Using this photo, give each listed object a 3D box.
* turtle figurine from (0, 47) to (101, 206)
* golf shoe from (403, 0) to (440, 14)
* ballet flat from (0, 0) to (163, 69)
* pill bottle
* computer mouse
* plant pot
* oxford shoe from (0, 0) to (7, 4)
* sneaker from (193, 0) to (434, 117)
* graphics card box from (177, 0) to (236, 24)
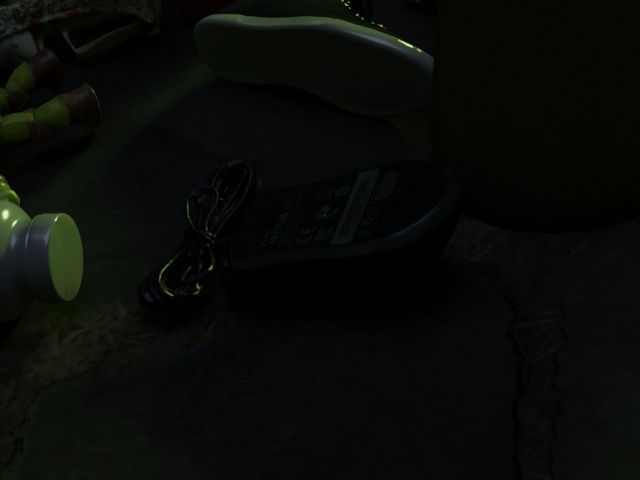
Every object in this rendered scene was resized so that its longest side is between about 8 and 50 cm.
[{"bbox_3d":[-0.335,-0.107,1.544,0.217,0.087,0.269,-32,40,-24],"label":"turtle figurine"},{"bbox_3d":[0.146,-0.254,1.611,0.086,0.069,0.176,-19,37,-18],"label":"golf shoe"},{"bbox_3d":[-0.276,-0.221,1.692,0.241,0.091,0.077,-18,68,1],"label":"ballet flat"},{"bbox_3d":[-0.298,0.019,1.350,0.184,0.103,0.103,-3,37,14],"label":"pill bottle"},{"bbox_3d":[0.000,0.000,1.319,0.272,0.072,0.188,-6,37,31],"label":"computer mouse"},{"bbox_3d":[0.192,-0.176,1.330,0.237,0.254,0.237,-8,37,6],"label":"plant pot"},{"bbox_3d":[-0.270,-0.319,1.670,0.130,0.363,0.132,-26,78,-27],"label":"oxford shoe"},{"bbox_3d":[0.026,-0.207,1.547,0.296,0.104,0.147,16,50,40],"label":"sneaker"},{"bbox_3d":[-0.131,-0.429,1.790,0.094,0.232,0.371,-10,37,6],"label":"graphics card box"}]
